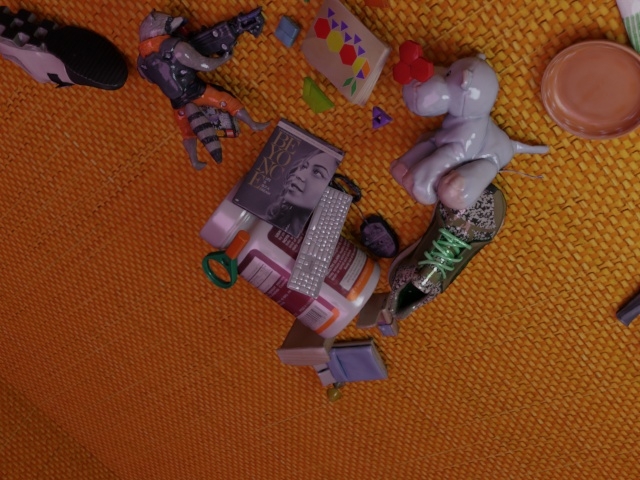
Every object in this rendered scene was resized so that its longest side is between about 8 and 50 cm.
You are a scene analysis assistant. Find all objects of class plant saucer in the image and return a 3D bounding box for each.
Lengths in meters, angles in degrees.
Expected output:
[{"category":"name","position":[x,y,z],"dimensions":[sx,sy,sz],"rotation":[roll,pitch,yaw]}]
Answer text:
[{"category":"plant saucer","position":[0.502,-0.274,1.277],"dimensions":[0.200,0.037,0.200],"rotation":[21,140,20]}]

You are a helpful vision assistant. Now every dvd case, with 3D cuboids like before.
[{"category":"dvd case","position":[-0.069,-0.138,1.552],"dimensions":[0.165,0.221,0.018],"rotation":[30,170,0]}]

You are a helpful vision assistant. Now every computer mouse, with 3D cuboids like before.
[{"category":"computer mouse","position":[0.102,-0.058,1.642],"dimensions":[0.071,0.041,0.242],"rotation":[-29,104,27]}]

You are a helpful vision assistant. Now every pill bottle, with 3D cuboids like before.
[{"category":"pill bottle","position":[-0.073,0.031,1.657],"dimensions":[0.392,0.224,0.224],"rotation":[38,131,-6]}]

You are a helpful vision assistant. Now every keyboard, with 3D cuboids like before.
[{"category":"keyboard","position":[0.000,0.000,1.560],"dimensions":[0.072,0.256,0.014],"rotation":[24,159,-12]}]

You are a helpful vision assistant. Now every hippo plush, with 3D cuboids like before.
[{"category":"hippo plush","position":[0.259,-0.211,1.320],"dimensions":[0.294,0.234,0.236],"rotation":[1,126,23]}]

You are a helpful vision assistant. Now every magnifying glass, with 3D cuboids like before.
[{"category":"magnifying glass","position":[-0.204,0.040,1.564],"dimensions":[0.092,0.026,0.231],"rotation":[44,145,1]}]

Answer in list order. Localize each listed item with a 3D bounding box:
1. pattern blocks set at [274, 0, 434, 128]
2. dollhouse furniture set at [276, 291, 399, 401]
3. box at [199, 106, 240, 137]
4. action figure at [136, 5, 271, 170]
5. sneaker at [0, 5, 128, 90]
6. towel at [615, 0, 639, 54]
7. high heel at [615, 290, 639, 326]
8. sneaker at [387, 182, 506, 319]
[{"category":"pattern blocks set","position":[0.049,-0.362,1.353],"dimensions":[0.324,0.026,0.285],"rotation":[55,133,11]},{"category":"dollhouse furniture set","position":[0.077,0.323,1.834],"dimensions":[0.287,0.198,0.303],"rotation":[-8,122,28]},{"category":"box","position":[-0.259,-0.283,1.625],"dimensions":[0.137,0.027,0.094],"rotation":[4,128,21]},{"category":"action figure","position":[-0.247,-0.342,1.473],"dimensions":[0.341,0.178,0.330],"rotation":[-25,110,32]},{"category":"sneaker","position":[-0.592,-0.413,1.627],"dimensions":[0.331,0.122,0.146],"rotation":[25,149,2]},{"category":"towel","position":[0.596,-0.437,1.131],"dimensions":[0.248,0.038,0.324],"rotation":[-15,118,33]},{"category":"high heel","position":[0.783,0.178,1.482],"dimensions":[0.261,0.093,0.186],"rotation":[35,138,7]},{"category":"sneaker","position":[0.266,0.040,1.544],"dimensions":[0.158,0.182,0.410],"rotation":[29,131,0]}]
